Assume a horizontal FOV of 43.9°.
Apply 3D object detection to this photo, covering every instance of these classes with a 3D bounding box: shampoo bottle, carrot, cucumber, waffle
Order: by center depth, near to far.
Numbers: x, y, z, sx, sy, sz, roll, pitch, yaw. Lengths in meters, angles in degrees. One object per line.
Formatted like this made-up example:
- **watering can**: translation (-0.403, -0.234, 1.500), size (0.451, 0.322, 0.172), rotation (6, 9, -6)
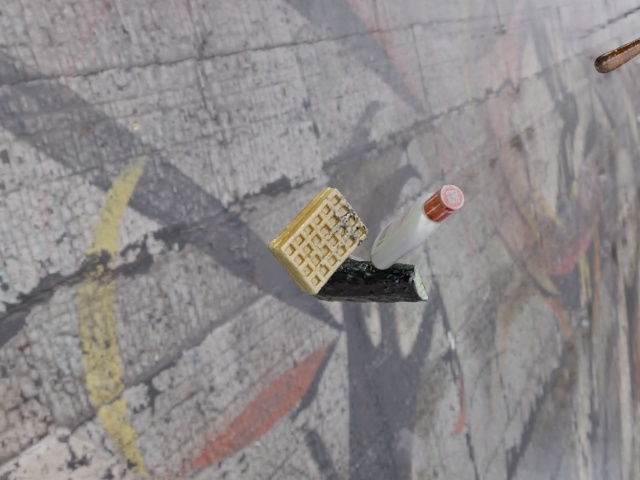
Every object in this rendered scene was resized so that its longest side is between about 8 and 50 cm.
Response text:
- **waffle**: translation (0.000, 0.000, 1.222), size (0.148, 0.042, 0.102), rotation (-47, 110, -25)
- **carrot**: translation (0.477, -0.294, 1.258), size (0.032, 0.093, 0.032), rotation (61, 1, -2)
- **shampoo bottle**: translation (0.155, -0.026, 1.274), size (0.051, 0.221, 0.108), rotation (39, 59, -5)
- **cucumber**: translation (0.080, 0.080, 1.393), size (0.062, 0.211, 0.078), rotation (-45, 126, -41)

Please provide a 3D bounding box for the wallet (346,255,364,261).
- **wallet**: translation (0.008, 0.037, 1.496), size (0.157, 0.082, 0.018), rotation (20, 49, -32)
